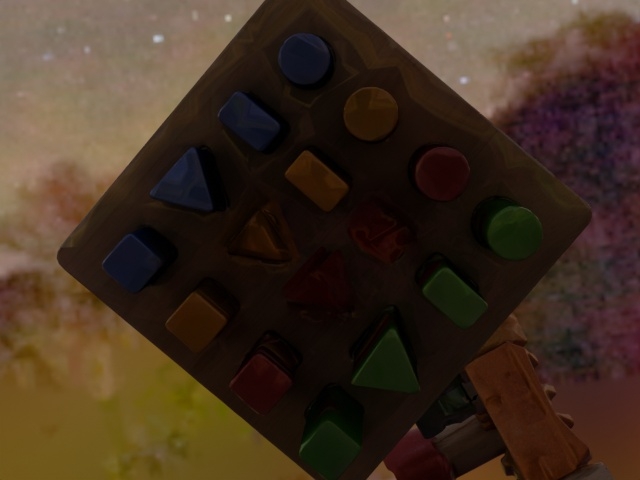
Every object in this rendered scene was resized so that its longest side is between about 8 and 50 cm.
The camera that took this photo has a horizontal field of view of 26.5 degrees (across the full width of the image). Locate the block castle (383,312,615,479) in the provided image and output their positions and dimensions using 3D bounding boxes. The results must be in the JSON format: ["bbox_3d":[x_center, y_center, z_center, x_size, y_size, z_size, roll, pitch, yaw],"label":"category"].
[{"bbox_3d":[0.115,0.223,1.134,0.213,0.303,0.453,-28,-29,1],"label":"block castle"}]

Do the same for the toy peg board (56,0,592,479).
[{"bbox_3d":[0.000,0.000,0.535,0.161,0.160,0.079,-50,2,4],"label":"toy peg board"}]
